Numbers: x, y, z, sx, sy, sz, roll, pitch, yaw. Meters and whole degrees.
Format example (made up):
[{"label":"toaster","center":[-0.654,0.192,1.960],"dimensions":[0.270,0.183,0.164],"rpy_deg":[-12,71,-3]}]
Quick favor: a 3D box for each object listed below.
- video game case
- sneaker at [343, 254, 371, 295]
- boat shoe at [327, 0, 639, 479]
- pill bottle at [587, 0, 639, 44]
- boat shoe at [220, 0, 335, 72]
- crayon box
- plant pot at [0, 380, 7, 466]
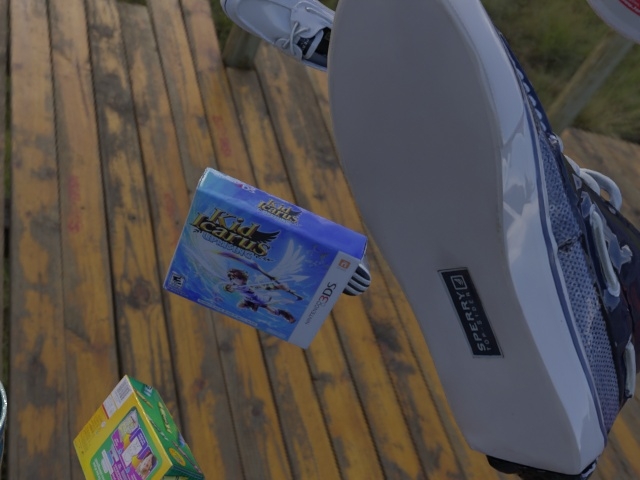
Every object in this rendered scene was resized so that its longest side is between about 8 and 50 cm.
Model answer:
[{"label":"video game case","center":[-0.096,0.038,1.178],"dimensions":[0.269,0.244,0.061],"rpy_deg":[23,42,-5]},{"label":"sneaker","center":[0.000,0.000,1.351],"dimensions":[0.228,0.086,0.132],"rpy_deg":[41,25,-7]},{"label":"boat shoe","center":[0.125,-0.023,0.479],"dimensions":[0.158,0.127,0.341],"rpy_deg":[-33,112,-38]},{"label":"pill bottle","center":[0.508,-0.440,0.889],"dimensions":[0.229,0.408,0.229],"rpy_deg":[4,66,-10]},{"label":"boat shoe","center":[-0.026,-0.316,1.133],"dimensions":[0.267,0.096,0.088],"rpy_deg":[20,36,-32]},{"label":"crayon box","center":[-0.328,0.386,1.301],"dimensions":[0.081,0.165,0.278],"rpy_deg":[38,1,-39]},{"label":"plant pot","center":[-0.514,0.285,0.853],"dimensions":[0.293,0.196,0.293],"rpy_deg":[6,27,-3]}]
